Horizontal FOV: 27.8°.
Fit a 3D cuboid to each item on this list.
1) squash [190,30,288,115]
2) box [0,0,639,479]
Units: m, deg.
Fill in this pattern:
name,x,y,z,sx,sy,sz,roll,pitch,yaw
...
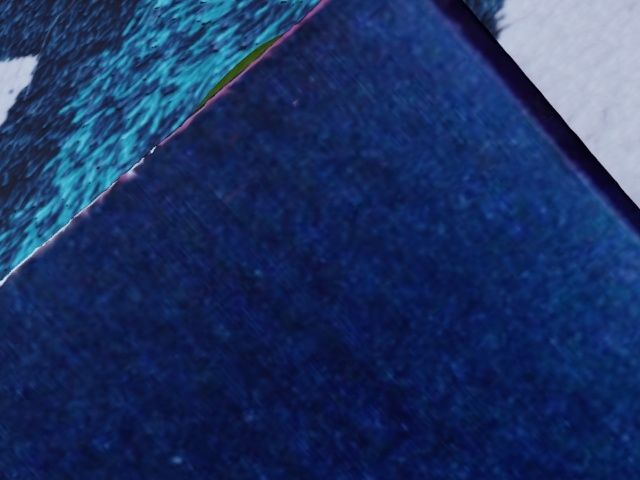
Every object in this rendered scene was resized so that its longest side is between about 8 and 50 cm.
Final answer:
name,x,y,z,sx,sy,sz,roll,pitch,yaw
squash,0.000,0.000,0.723,0.233,0.210,0.309,-29,14,21
box,0.011,0.081,0.490,0.279,0.261,0.116,-40,-4,7
